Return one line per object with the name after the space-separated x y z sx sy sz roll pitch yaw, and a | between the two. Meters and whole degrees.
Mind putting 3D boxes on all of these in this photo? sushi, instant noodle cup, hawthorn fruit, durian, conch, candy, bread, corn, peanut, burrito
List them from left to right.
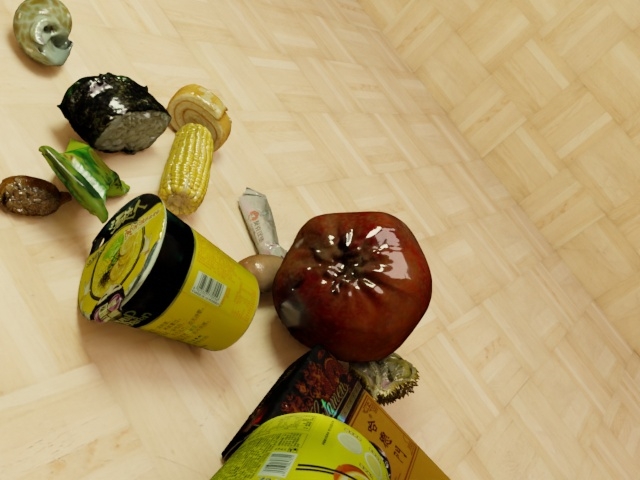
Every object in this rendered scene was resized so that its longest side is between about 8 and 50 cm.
-0.461 -0.067 1.067 0.120 0.052 0.055 15 28 -49 | sushi
-0.543 -0.414 1.318 0.116 0.106 0.173 34 46 -60 | conch
-0.399 -0.107 1.151 0.149 0.069 0.246 49 9 -15 | candy
-0.384 -0.244 1.275 0.127 0.124 0.225 47 17 6 | sushi
-0.228 0.069 1.073 0.236 0.215 0.215 33 32 -36 | instant noodle cup
-0.267 -0.149 1.364 0.093 0.093 0.244 32 34 -25 | corn
-0.263 -0.268 1.479 0.149 0.122 0.073 39 35 -13 | bread
-0.122 -0.026 1.443 0.064 0.064 0.203 14 42 -44 | burrito
-0.109 0.065 1.335 0.152 0.076 0.076 4 51 -55 | peanut
-0.034 0.384 0.875 0.311 0.311 0.221 46 22 -2 | instant noodle cup
0.063 0.090 1.306 0.308 0.308 0.325 49 -12 3 | hawthorn fruit
0.119 0.283 1.314 0.208 0.146 0.102 -47 137 -76 | durian

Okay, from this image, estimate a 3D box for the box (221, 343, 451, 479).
0.057 0.399 1.119 0.415 0.116 0.264 48 31 -2 | box

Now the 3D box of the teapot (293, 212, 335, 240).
-0.001 -0.001 1.564 0.091 0.124 0.092 62 -12 -6 | teapot
